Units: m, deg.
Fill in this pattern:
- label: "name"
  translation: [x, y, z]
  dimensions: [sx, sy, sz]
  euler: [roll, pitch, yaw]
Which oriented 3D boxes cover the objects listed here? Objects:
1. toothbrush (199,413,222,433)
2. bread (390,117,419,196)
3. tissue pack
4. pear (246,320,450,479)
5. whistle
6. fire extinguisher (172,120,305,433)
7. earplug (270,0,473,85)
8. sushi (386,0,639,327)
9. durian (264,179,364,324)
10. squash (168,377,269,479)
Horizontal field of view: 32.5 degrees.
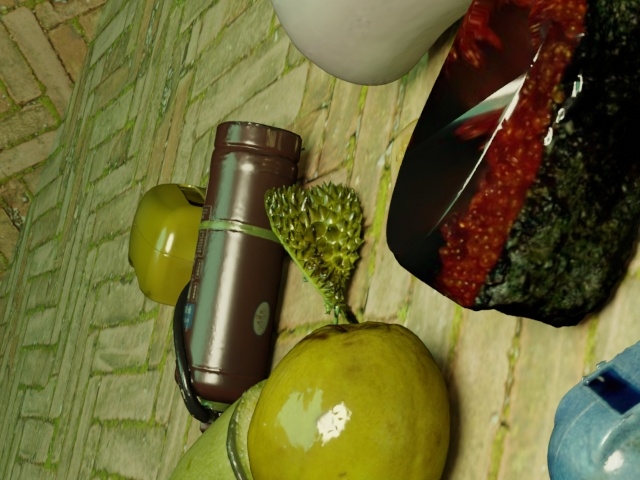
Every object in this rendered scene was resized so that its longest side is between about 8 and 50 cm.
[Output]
- label: "toothbrush"
  translation: [-0.129, 0.302, 1.186]
  dimensions: [0.021, 0.027, 0.269]
  euler: [-22, 57, 47]
- label: "bread"
  translation: [0.092, -0.038, 0.844]
  dimensions: [0.082, 0.056, 0.115]
  euler: [-34, 52, 58]
- label: "tissue pack"
  translation: [-0.163, 0.000, 1.322]
  dimensions: [0.178, 0.123, 0.127]
  euler: [-135, 59, -65]
- label: "pear"
  translation: [0.020, 0.135, 0.787]
  dimensions: [0.149, 0.148, 0.162]
  euler: [-167, 87, -67]
- label: "whistle"
  translation: [0.173, 0.102, 0.561]
  dimensions: [0.158, 0.090, 0.090]
  euler: [-34, 27, -3]
- label: "fire extinguisher"
  translation: [-0.088, 0.054, 1.155]
  dimensions: [0.105, 0.141, 0.341]
  euler: [6, 83, 25]
- label: "earplug"
  translation: [0.104, -0.250, 0.834]
  dimensions: [0.301, 0.172, 0.172]
  euler: [-24, 54, 55]
- label: "sushi"
  translation: [0.137, -0.062, 0.676]
  dimensions: [0.225, 0.126, 0.136]
  euler: [-67, 22, 5]
- label: "durian"
  translation: [0.000, 0.000, 1.042]
  dimensions: [0.215, 0.086, 0.100]
  euler: [-112, 9, -60]
- label: "squash"
  translation: [-0.070, 0.225, 0.958]
  dimensions: [0.247, 0.132, 0.132]
  euler: [-48, 35, 46]
